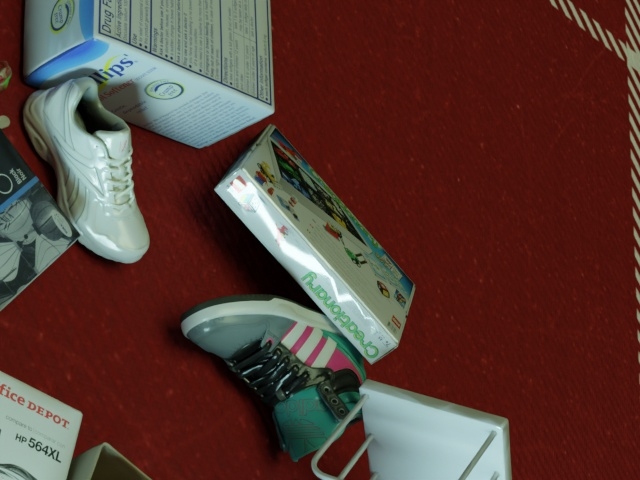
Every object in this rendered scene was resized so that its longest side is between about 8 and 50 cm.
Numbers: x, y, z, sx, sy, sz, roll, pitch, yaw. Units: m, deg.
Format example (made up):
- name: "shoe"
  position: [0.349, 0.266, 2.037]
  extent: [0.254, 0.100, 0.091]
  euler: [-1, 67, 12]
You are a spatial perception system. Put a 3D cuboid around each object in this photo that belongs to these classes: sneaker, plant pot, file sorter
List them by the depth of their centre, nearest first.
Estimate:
- name: "plant pot"
  position: [-0.245, 0.292, 1.578]
  extent: [0.109, 0.096, 0.109]
  euler: [47, 44, -33]
- name: "sneaker"
  position: [-0.256, -0.084, 1.732]
  extent: [0.090, 0.115, 0.232]
  euler: [-35, 99, -49]
- name: "file sorter"
  position: [0.111, 0.345, 1.793]
  extent: [0.173, 0.193, 0.277]
  euler: [-45, 138, -44]
- name: "sneaker"
  position: [-0.045, 0.180, 1.844]
  extent: [0.296, 0.124, 0.178]
  euler: [17, 51, -44]

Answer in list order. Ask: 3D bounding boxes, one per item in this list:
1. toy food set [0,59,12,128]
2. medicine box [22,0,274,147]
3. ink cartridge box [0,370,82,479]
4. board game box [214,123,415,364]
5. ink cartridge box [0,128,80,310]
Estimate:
- name: "toy food set"
  position: [-0.401, -0.225, 1.675]
  extent: [0.128, 0.071, 0.217]
  euler: [-10, 80, -49]
- name: "medicine box"
  position: [-0.210, -0.292, 1.856]
  extent: [0.289, 0.149, 0.263]
  euler: [19, 59, -41]
- name: "ink cartridge box"
  position: [-0.342, 0.242, 1.509]
  extent: [0.148, 0.086, 0.203]
  euler: [34, 51, -33]
- name: "board game box"
  position: [0.000, 0.000, 1.946]
  extent: [0.305, 0.053, 0.193]
  euler: [48, 22, -9]
- name: "ink cartridge box"
  position: [-0.406, 0.024, 1.562]
  extent: [0.165, 0.065, 0.332]
  euler: [55, 42, -15]
